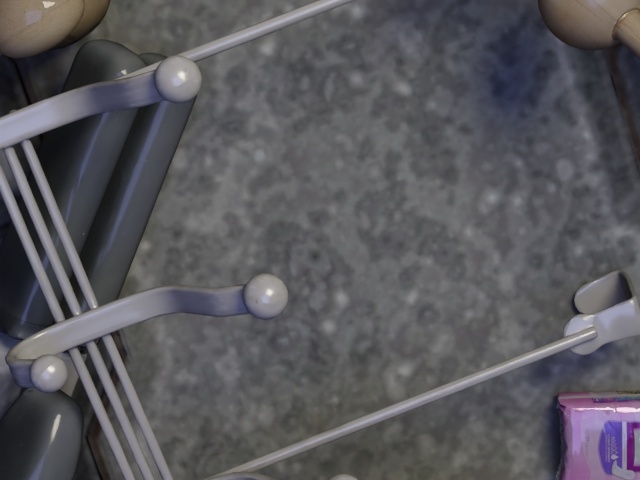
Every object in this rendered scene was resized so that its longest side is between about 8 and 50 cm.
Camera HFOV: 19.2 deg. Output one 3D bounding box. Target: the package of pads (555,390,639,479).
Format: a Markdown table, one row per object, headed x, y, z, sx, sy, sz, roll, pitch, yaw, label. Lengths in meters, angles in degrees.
| x | y | z | sx | sy | sz | roll | pitch | yaw | label |
| --- | --- | --- | --- | --- | --- | --- | --- | --- | --- |
| 0.170 | 0.109 | 1.033 | 0.083 | 0.032 | 0.050 | -1 | 103 | 0 | package of pads |

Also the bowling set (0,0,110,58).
| x | y | z | sx | sy | sz | roll | pitch | yaw | label |
| --- | --- | --- | --- | --- | --- | --- | --- | --- | --- |
| -0.264 | -0.108 | 0.930 | 0.287 | 0.154 | 0.200 | -39 | 99 | 6 | bowling set |

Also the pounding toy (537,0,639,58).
| x | y | z | sx | sy | sz | roll | pitch | yaw | label |
| --- | --- | --- | --- | --- | --- | --- | --- | --- | --- |
| 0.231 | -0.107 | 0.948 | 0.237 | 0.110 | 0.183 | -33 | 66 | -29 | pounding toy |

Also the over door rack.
| x | y | z | sx | sy | sz | roll | pitch | yaw | label |
| --- | --- | --- | --- | --- | --- | --- | --- | --- | --- |
| 0.000 | 0.000 | 0.925 | 0.324 | 0.108 | 0.240 | -25 | 107 | -13 | over door rack |

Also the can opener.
| x | y | z | sx | sy | sz | roll | pitch | yaw | label |
| --- | --- | --- | --- | --- | --- | --- | --- | --- | --- |
| -0.131 | 0.036 | 0.992 | 0.093 | 0.074 | 0.280 | 25 | 98 | 37 | can opener |
